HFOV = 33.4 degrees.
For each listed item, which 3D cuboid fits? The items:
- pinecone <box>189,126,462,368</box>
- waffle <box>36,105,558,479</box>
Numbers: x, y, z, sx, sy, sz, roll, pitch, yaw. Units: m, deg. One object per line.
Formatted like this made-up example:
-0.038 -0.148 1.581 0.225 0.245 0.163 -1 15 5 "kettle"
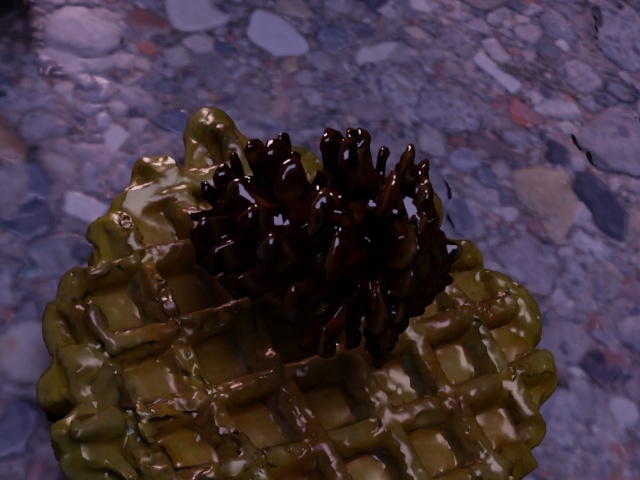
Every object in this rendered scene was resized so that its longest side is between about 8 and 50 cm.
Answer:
0.002 -0.001 0.447 0.109 0.102 0.102 19 46 26 "pinecone"
-0.001 0.046 0.495 0.238 0.059 0.243 25 49 -3 "waffle"
